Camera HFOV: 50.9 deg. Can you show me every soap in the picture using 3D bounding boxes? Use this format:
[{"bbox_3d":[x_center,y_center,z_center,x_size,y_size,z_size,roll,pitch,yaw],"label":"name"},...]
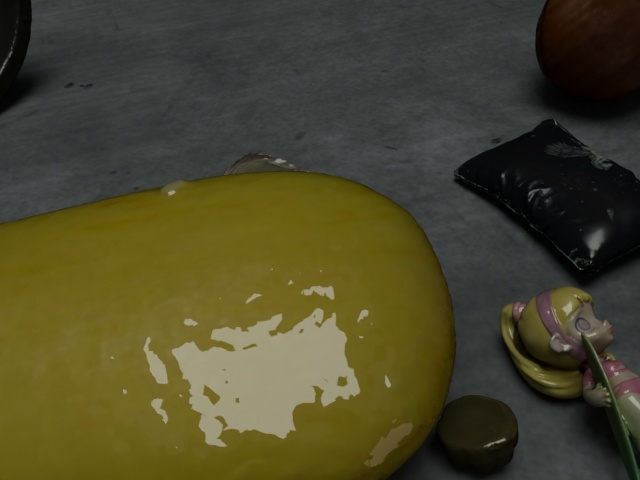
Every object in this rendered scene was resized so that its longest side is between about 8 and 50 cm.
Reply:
[{"bbox_3d":[-0.115,0.071,0.509,0.426,0.115,0.306,-8,45,1],"label":"soap"}]

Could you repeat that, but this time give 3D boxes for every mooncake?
[{"bbox_3d":[0.224,0.193,0.396,0.150,0.057,0.347,-32,49,-12],"label":"mooncake"}]

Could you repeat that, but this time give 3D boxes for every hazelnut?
[{"bbox_3d":[0.373,-0.272,0.830,0.214,0.176,0.214,-41,12,11],"label":"hazelnut"}]

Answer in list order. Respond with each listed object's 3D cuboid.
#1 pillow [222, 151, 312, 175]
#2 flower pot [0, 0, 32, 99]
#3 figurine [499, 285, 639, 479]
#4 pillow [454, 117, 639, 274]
[{"bbox_3d":[-0.089,-0.018,0.678,0.130,0.038,0.232,26,49,26],"label":"pillow"},{"bbox_3d":[-0.607,-0.300,0.874,0.251,0.380,0.379,4,36,42],"label":"flower pot"},{"bbox_3d":[0.206,0.108,0.500,0.083,0.083,0.187,-22,56,-21],"label":"figurine"},{"bbox_3d":[0.252,-0.053,0.689,0.141,0.055,0.208,-26,44,-13],"label":"pillow"}]
